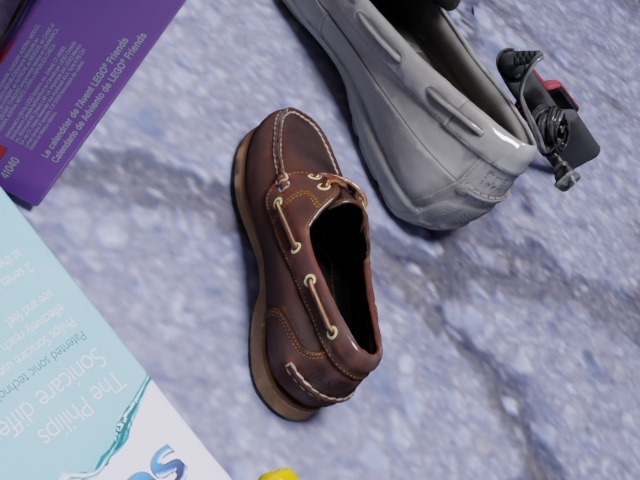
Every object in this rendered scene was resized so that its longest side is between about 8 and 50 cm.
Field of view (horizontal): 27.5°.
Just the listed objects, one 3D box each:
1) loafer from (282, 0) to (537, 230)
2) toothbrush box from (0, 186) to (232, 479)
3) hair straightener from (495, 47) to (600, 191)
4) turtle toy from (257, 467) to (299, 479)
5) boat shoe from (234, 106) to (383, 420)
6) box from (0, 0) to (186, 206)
[{"bbox_3d":[0.049,-0.161,0.899,0.112,0.111,0.319,-8,66,-50],"label":"loafer"},{"bbox_3d":[-0.195,0.060,0.426,0.295,0.126,0.216,51,40,-3],"label":"toothbrush box"},{"bbox_3d":[0.174,-0.084,0.950,0.089,0.047,0.230,66,10,17],"label":"hair straightener"},{"bbox_3d":[-0.037,0.163,0.570,0.130,0.066,0.095,-18,73,-51],"label":"turtle toy"},{"bbox_3d":[0.000,0.000,0.745,0.073,0.073,0.207,20,45,-34],"label":"boat shoe"},{"bbox_3d":[-0.074,-0.176,0.629,0.057,0.293,0.201,29,42,-18],"label":"box"}]
